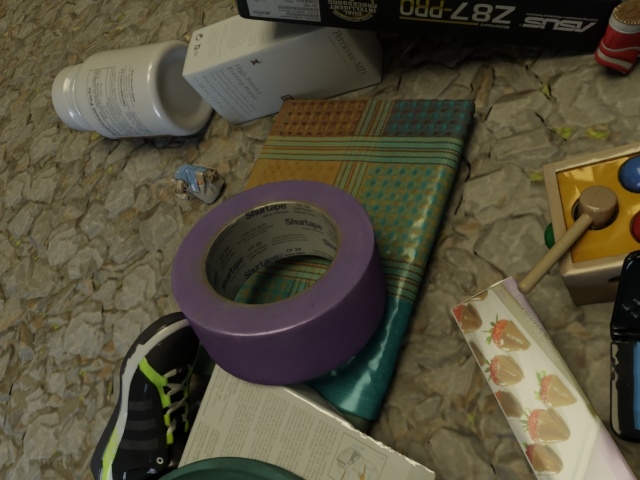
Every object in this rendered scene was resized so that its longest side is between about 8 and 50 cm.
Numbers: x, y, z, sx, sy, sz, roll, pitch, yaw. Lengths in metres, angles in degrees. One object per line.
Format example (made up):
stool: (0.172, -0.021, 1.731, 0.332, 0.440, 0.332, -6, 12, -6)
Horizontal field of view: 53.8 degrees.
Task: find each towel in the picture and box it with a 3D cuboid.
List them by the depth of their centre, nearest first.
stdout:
towel: (0.000, 0.000, 0.706, 0.272, 0.040, 0.369, 10, 69, 34)

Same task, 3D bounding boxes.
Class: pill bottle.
pill bottle: (-0.281, -0.216, 0.928, 0.230, 0.131, 0.131, 4, 67, 32)

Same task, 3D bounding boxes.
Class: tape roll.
tape roll: (-0.037, 0.034, 0.593, 0.189, 0.080, 0.188, -9, 45, 10)

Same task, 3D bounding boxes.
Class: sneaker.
sneaker: (0.323, -0.208, 0.627, 0.119, 0.067, 0.042, -20, 58, -19)
sneaker: (-0.157, 0.184, 0.652, 0.097, 0.084, 0.234, 32, 112, 24)

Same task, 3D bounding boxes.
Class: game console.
game console: (0.287, 0.080, 0.444, 0.144, 0.124, 0.085, 3, 40, 16)

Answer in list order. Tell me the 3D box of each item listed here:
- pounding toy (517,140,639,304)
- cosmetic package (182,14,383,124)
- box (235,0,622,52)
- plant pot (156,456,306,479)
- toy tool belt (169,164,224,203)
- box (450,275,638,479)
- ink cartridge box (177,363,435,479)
pounding toy: (0.239, -0.010, 0.527, 0.141, 0.100, 0.130, -13, 59, 25)
cosmetic package: (-0.047, -0.236, 0.812, 0.231, 0.117, 0.085, -9, 61, 28)
box: (0.123, -0.379, 0.709, 0.395, 0.097, 0.318, 7, 68, 7)
plant pot: (-0.154, 0.323, 0.387, 0.342, 0.334, 0.340, -8, 74, 28)
toy tool belt: (-0.173, -0.082, 0.842, 0.083, 0.051, 0.052, 10, 70, 35)
box: (0.199, 0.176, 0.473, 0.063, 0.067, 0.323, -31, 52, 13)
ink cartridge box: (-0.026, 0.232, 0.563, 0.233, 0.066, 0.188, 20, 90, 26)
